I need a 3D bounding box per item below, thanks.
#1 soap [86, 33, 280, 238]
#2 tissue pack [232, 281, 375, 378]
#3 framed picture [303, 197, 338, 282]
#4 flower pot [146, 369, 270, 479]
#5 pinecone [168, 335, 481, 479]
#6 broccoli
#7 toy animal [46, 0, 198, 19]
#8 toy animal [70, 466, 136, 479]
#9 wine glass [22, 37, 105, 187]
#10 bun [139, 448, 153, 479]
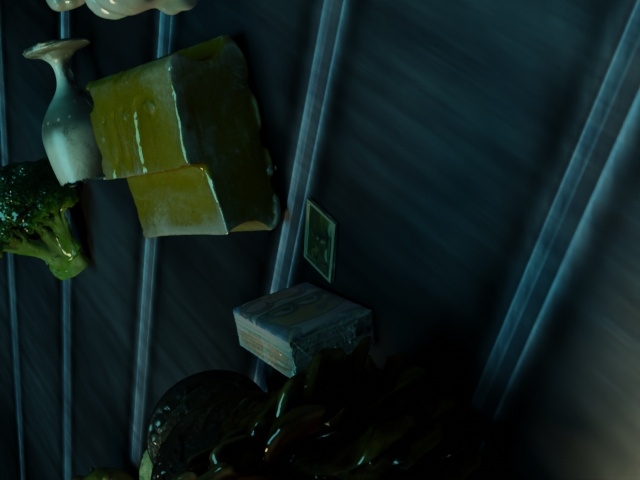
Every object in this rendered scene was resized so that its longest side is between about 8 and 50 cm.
[{"bbox_3d":[-0.183,-0.125,1.504,0.281,0.143,0.259,-5,104,57],"label":"soap"},{"bbox_3d":[-0.020,0.107,1.352,0.155,0.116,0.065,19,123,59],"label":"tissue pack"},{"bbox_3d":[0.000,0.000,1.368,0.066,0.007,0.089,45,142,43],"label":"framed picture"},{"bbox_3d":[-0.117,0.309,1.518,0.267,0.267,0.266,-148,46,-66],"label":"flower pot"},{"bbox_3d":[0.026,0.309,1.157,0.384,0.384,0.384,39,138,47],"label":"pinecone"},{"bbox_3d":[-0.570,-0.033,2.211,0.269,0.254,0.269,54,-176,-5],"label":"broccoli"},{"bbox_3d":[-0.212,-0.385,1.302,0.368,0.196,0.241,22,137,47],"label":"toy animal"},{"bbox_3d":[-0.462,0.595,2.420,0.169,0.195,0.281,13,130,14],"label":"toy animal"},{"bbox_3d":[-0.419,-0.216,1.893,0.126,0.126,0.241,-6,98,62],"label":"wine glass"},{"bbox_3d":[-0.258,0.454,2.002,0.221,0.108,0.221,40,139,46],"label":"bun"}]
